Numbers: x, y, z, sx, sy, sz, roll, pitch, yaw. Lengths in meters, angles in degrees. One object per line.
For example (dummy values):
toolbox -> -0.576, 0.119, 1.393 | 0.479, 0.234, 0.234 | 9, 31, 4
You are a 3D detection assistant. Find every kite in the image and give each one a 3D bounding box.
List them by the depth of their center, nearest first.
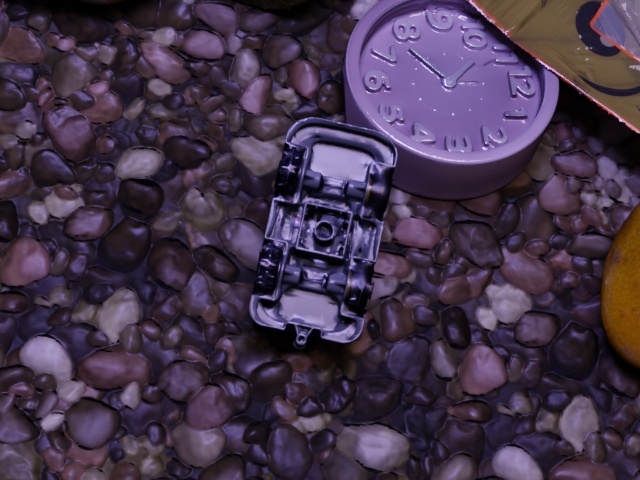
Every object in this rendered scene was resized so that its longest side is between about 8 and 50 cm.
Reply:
kite -> 0.313, -0.212, 1.352 | 0.377, 0.013, 0.328 | 2, 62, -8

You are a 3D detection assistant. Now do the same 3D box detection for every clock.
clock -> 0.115, -0.138, 1.327 | 0.196, 0.068, 0.197 | 4, 61, -7

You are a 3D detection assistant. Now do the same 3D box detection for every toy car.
toy car -> 0.000, 0.000, 1.227 | 0.097, 0.100, 0.191 | 13, 81, -2

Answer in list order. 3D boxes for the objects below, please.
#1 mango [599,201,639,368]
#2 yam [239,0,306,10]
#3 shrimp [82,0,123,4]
mango -> 0.372, 0.004, 1.258 | 0.295, 0.120, 0.177 | -22, 71, -18
yam -> -0.008, -0.345, 1.368 | 0.161, 0.161, 0.268 | 32, 62, 9
shrimp -> -0.205, -0.310, 1.360 | 0.287, 0.068, 0.185 | -33, 84, -29
